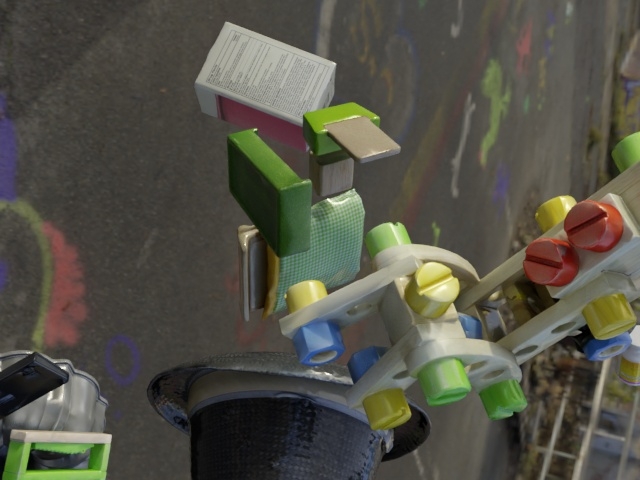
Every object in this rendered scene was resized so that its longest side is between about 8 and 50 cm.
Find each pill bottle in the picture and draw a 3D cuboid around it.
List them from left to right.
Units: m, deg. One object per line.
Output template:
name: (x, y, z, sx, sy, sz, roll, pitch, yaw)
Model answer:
pill bottle: (0.388, 0.140, 0.989, 0.043, 0.043, 0.083, -62, 152, -32)

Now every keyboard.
keyboard: (-0.430, 0.197, 1.044, 0.108, 0.180, 0.023, 51, 11, -54)

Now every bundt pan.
bundt pan: (-0.508, 0.336, 1.298, 0.124, 0.331, 0.330, -113, -174, -48)

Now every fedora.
fedora: (-0.041, 0.239, 0.828, 0.334, 0.334, 0.152, 59, 33, -54)

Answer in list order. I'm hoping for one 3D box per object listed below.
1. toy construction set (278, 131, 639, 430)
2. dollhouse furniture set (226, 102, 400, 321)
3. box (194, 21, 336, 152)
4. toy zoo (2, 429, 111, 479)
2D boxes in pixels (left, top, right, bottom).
toy construction set: (0.149, 0.017, 0.490, 0.215, 0.328, 0.151, 9, 65, -39)
dollhouse furniture set: (0.000, 0.000, 1.051, 0.198, 0.151, 0.301, -17, 131, -24)
box: (-0.103, -0.292, 1.548, 0.127, 0.232, 0.148, 93, 20, -74)
toy zoo: (-0.392, 0.423, 1.152, 0.192, 0.030, 0.293, 32, 62, -62)
